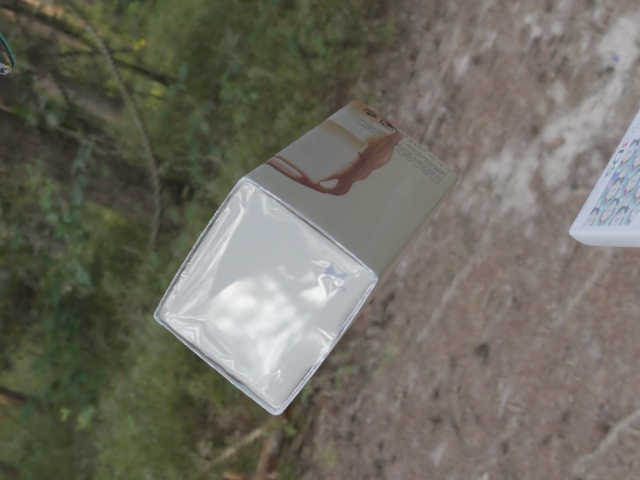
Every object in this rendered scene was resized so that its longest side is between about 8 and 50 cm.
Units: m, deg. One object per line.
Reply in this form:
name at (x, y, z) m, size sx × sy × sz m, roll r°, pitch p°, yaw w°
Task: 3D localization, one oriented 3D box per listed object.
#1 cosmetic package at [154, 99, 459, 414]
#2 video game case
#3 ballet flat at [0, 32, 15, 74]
cosmetic package at (0.000, 0.000, 1.031) m, size 0.153 × 0.129 × 0.296 m, roll -54°, pitch -4°, yaw 23°
video game case at (0.199, -0.061, 0.665) m, size 0.143 × 0.019 × 0.157 m, roll -59°, pitch 7°, yaw -3°
ballet flat at (-0.237, -0.147, 0.770) m, size 0.041 × 0.114 × 0.041 m, roll -28°, pitch 14°, yaw 8°
